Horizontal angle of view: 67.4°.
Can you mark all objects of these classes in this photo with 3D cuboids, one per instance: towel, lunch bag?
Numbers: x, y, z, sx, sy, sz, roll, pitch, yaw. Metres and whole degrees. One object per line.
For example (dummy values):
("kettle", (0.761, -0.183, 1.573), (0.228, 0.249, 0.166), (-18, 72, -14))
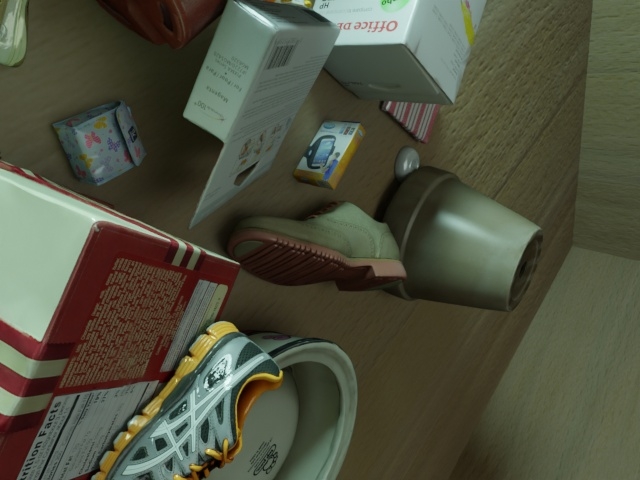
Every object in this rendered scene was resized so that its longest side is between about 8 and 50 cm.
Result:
("towel", (0.201, -0.309, 1.031), (0.197, 0.029, 0.144), (20, 88, -50))
("lunch bag", (-0.239, -0.112, 0.537), (0.083, 0.053, 0.071), (-45, 136, -44))

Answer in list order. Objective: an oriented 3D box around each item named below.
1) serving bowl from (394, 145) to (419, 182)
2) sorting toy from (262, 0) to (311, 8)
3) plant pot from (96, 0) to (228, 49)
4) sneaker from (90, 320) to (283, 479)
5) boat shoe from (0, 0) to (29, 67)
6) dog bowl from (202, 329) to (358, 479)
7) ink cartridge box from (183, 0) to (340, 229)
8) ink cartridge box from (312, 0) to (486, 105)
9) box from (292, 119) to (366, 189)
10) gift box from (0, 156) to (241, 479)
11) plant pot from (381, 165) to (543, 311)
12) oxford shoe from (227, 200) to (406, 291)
("serving bowl", (0.201, -0.169, 1.081), (0.083, 0.027, 0.084), (-22, 119, -46))
("sorting toy", (-0.052, -0.370, 0.689), (0.083, 0.044, 0.075), (-18, 98, -47))
("plant pot", (-0.122, -0.348, 0.445), (0.265, 0.272, 0.272), (-52, 139, -12))
("sneaker", (-0.111, 0.172, 0.409), (0.215, 0.083, 0.084), (-58, 162, -27))
("boat shoe", (-0.291, -0.228, 0.428), (0.045, 0.050, 0.136), (-11, 112, -55))
("dog bowl", (-0.117, 0.329, 0.778), (0.407, 0.150, 0.409), (-23, 120, -46))
("ink cartridge box", (-0.081, -0.167, 0.599), (0.239, 0.060, 0.275), (-57, 180, 27))
("ink cartridge box", (0.134, -0.388, 0.776), (0.197, 0.198, 0.270), (21, 87, -53))
("box", (0.018, -0.154, 0.816), (0.028, 0.081, 0.136), (43, 69, -49))
("gift box", (-0.256, 0.073, 0.429), (0.255, 0.257, 0.276), (-66, 164, -9))
("plant pot", (0.323, 0.019, 1.078), (0.323, 0.280, 0.324), (-29, 129, -42))
("oxford shoe", (0.000, 0.000, 0.848), (0.396, 0.140, 0.147), (16, 60, -48))
